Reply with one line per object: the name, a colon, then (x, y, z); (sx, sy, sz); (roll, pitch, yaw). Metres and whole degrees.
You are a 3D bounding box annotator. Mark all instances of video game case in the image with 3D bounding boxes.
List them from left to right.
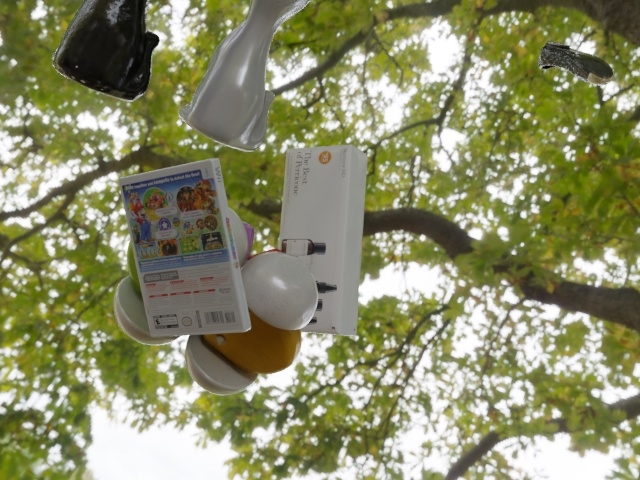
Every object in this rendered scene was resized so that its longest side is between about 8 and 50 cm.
video game case: (-0.099, 0.008, 0.470); (0.087, 0.011, 0.122); (-7, -83, 28)

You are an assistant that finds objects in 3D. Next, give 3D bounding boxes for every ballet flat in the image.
ballet flat: (0.417, -0.282, 1.065); (0.057, 0.173, 0.049); (-3, -59, -15)

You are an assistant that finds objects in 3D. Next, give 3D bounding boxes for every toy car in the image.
toy car: (-0.088, 0.039, 0.609); (0.182, 0.136, 0.159); (37, -57, -7)

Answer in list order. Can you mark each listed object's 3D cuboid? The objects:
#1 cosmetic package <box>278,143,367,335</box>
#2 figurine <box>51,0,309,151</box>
cosmetic package: (0.000, 0.000, 0.843); (0.098, 0.239, 0.060); (0, -9, 24)
figurine: (-0.115, -0.219, 0.631); (0.214, 0.210, 0.092); (20, 13, -31)
